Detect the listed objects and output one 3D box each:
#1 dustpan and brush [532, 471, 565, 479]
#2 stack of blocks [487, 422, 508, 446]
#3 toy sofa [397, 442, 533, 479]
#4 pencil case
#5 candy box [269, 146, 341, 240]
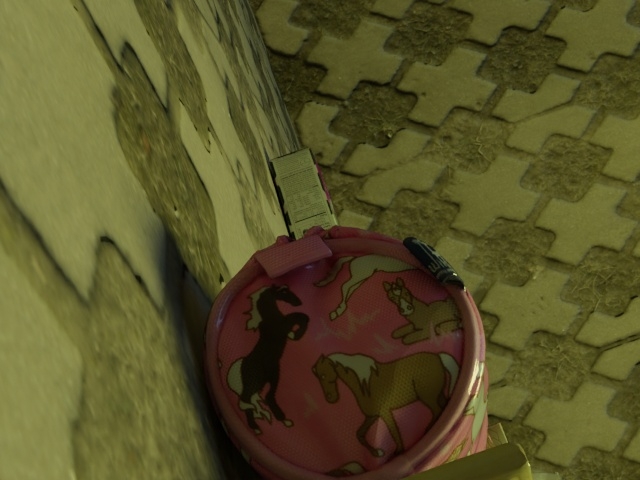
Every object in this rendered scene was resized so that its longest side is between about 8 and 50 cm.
[{"bbox_3d":[0.156,0.321,1.118,0.060,0.211,0.147,57,36,-58],"label":"dustpan and brush"},{"bbox_3d":[0.116,0.248,1.074,0.087,0.171,0.297,66,5,-59],"label":"stack of blocks"},{"bbox_3d":[0.089,0.293,0.458,0.177,0.150,0.363,64,6,-55],"label":"toy sofa"},{"bbox_3d":[0.045,0.132,0.713,0.167,0.160,0.386,-62,157,-19],"label":"pencil case"},{"bbox_3d":[0.000,0.000,1.542,0.159,0.071,0.233,67,5,-56],"label":"candy box"}]
